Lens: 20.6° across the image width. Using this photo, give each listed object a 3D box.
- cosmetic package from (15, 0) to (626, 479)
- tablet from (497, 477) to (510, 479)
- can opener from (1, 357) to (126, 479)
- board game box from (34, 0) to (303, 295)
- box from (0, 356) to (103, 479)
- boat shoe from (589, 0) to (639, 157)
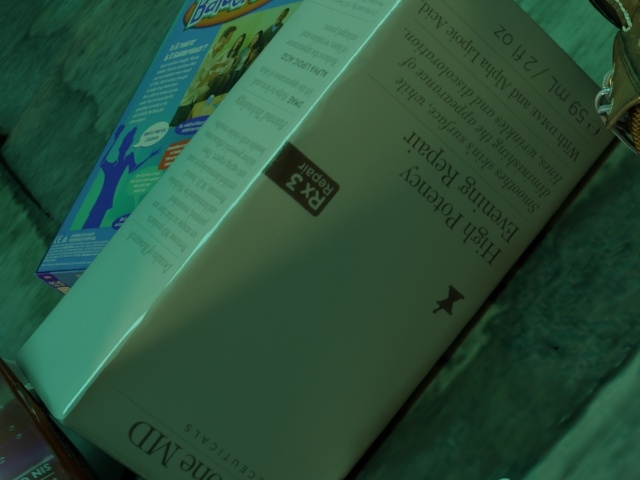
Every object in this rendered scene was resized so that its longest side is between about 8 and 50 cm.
[{"bbox_3d":[0.000,0.000,0.699,0.231,0.117,0.085,-53,26,-3],"label":"cosmetic package"},{"bbox_3d":[0.043,0.123,0.603,0.054,0.006,0.083,-30,33,34],"label":"tablet"},{"bbox_3d":[-0.170,0.171,0.784,0.093,0.074,0.280,-15,44,47],"label":"can opener"},{"bbox_3d":[-0.049,-0.062,0.916,0.160,0.047,0.210,-3,55,55],"label":"board game box"},{"bbox_3d":[-0.192,0.164,0.673,0.257,0.128,0.122,-37,49,-8],"label":"box"},{"bbox_3d":[0.132,-0.057,0.627,0.066,0.066,0.183,-48,28,8],"label":"boat shoe"}]
